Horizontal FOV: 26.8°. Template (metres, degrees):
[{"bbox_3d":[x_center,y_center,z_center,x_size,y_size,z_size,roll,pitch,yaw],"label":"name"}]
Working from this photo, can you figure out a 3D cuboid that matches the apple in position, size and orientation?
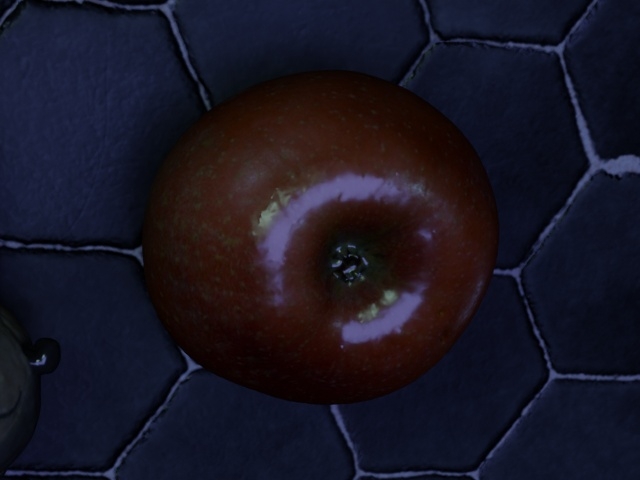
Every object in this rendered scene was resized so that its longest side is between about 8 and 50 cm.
[{"bbox_3d":[0.000,0.000,1.317,0.348,0.277,0.348,-5,107,-15],"label":"apple"}]

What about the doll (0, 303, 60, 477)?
[{"bbox_3d":[-0.442,0.108,1.292,0.379,0.252,0.382,0,105,18],"label":"doll"}]
